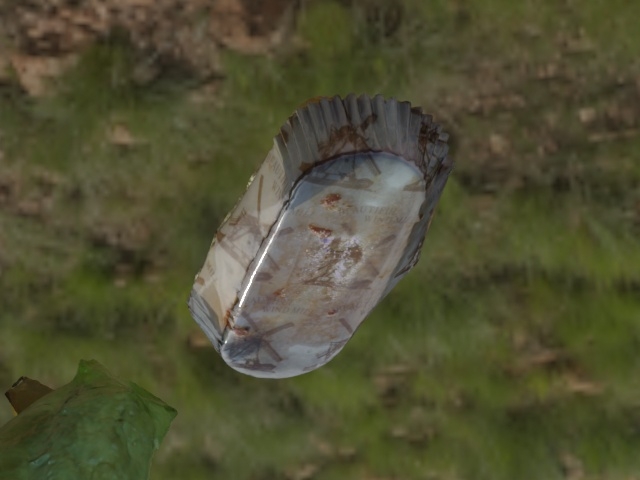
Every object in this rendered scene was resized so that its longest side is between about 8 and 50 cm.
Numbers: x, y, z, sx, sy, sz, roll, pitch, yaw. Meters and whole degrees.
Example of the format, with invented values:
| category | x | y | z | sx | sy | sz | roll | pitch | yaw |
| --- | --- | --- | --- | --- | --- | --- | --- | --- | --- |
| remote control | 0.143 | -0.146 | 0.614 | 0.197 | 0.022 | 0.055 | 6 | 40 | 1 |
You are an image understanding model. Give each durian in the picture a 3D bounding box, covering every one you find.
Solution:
| category | x | y | z | sx | sy | sz | roll | pitch | yaw |
| --- | --- | --- | --- | --- | --- | --- | --- | --- | --- |
| durian | -0.175 | 0.172 | 1.019 | 0.101 | 0.250 | 0.139 | 42 | 139 | -7 |

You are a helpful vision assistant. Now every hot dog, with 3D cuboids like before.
| category | x | y | z | sx | sy | sz | roll | pitch | yaw |
| --- | --- | --- | --- | --- | --- | --- | --- | --- | --- |
| hot dog | 0.000 | 0.000 | 1.169 | 0.144 | 0.075 | 0.268 | 6 | 138 | -25 |

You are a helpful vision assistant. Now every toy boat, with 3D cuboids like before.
| category | x | y | z | sx | sy | sz | roll | pitch | yaw |
| --- | --- | --- | --- | --- | --- | --- | --- | --- | --- |
| toy boat | -0.179 | 0.151 | 1.254 | 0.047 | 0.149 | 0.049 | -40 | 140 | -18 |
